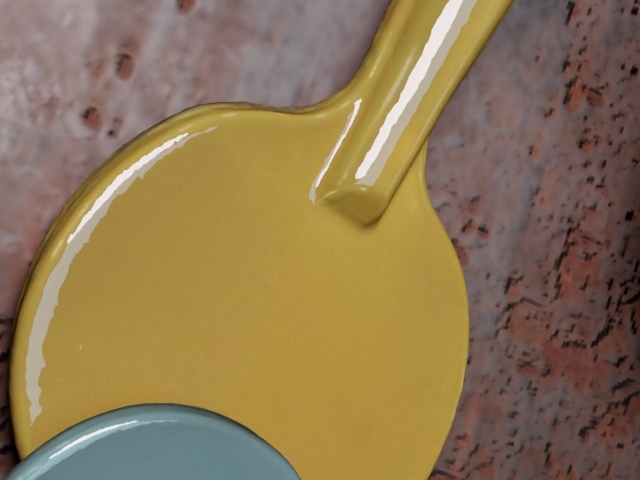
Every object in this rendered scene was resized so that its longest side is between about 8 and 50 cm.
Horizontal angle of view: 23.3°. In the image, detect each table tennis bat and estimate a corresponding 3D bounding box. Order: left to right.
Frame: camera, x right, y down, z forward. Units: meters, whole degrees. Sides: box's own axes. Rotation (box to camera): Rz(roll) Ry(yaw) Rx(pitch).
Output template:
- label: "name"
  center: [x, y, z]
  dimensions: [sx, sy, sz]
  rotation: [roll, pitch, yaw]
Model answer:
- label: "table tennis bat"
  center: [-0.100, 0.161, 0.577]
  dimensions: [0.237, 0.038, 0.149]
  rotation: [-38, 115, -17]
- label: "table tennis bat"
  center: [0.000, 0.000, 0.637]
  dimensions: [0.198, 0.050, 0.321]
  rotation: [33, 78, -24]
